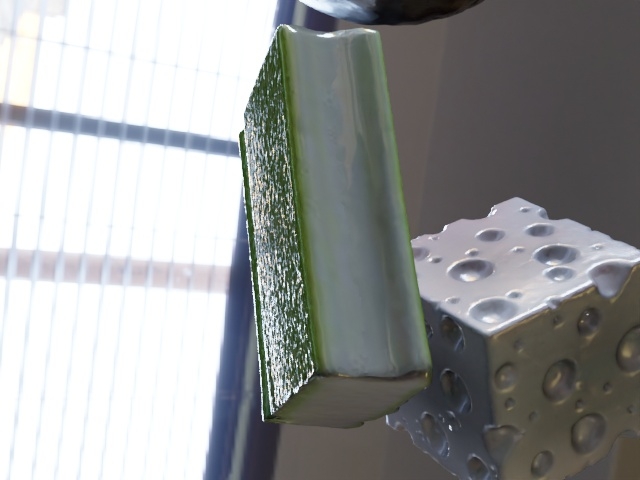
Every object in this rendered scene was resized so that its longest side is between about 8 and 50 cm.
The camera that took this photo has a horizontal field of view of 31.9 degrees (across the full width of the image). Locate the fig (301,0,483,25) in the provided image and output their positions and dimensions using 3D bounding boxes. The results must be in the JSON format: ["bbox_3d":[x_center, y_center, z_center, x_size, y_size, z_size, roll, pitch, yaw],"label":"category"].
[{"bbox_3d":[0.043,-0.170,0.525,0.204,0.186,0.249,-48,-146,47],"label":"fig"}]

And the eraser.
[{"bbox_3d":[0.000,0.000,0.860,0.210,0.092,0.274,125,-40,-66],"label":"eraser"}]

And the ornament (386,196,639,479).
[{"bbox_3d":[0.223,0.123,1.314,0.240,0.240,0.239,31,-43,53],"label":"ornament"}]
